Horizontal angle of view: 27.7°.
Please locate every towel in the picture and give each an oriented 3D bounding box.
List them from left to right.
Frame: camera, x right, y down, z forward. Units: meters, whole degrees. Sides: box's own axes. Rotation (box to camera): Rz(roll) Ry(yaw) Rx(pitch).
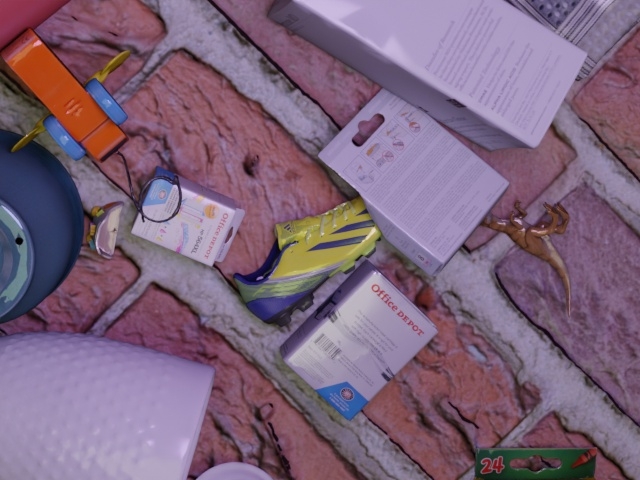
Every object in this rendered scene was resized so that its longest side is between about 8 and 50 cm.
[{"bbox_3d":[0.381,-0.440,1.843,0.312,0.056,0.324,44,93,-12],"label":"towel"}]

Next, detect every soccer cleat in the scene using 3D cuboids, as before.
[{"bbox_3d":[0.000,0.000,1.874,0.289,0.093,0.121,-41,96,3],"label":"soccer cleat"}]

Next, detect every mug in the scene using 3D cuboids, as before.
[{"bbox_3d":[-0.352,0.311,1.805,0.328,0.276,0.374,16,98,-1],"label":"mug"}]

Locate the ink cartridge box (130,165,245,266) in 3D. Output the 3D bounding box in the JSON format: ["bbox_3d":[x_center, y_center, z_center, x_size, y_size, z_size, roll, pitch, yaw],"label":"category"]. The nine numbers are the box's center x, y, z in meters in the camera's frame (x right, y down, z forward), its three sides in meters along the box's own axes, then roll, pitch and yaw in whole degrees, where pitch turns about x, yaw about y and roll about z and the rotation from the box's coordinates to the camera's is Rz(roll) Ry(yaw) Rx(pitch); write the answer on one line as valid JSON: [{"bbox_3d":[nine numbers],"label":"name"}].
[{"bbox_3d":[-0.186,-0.031,1.847,0.143,0.090,0.092,23,98,-10],"label":"ink cartridge box"}]

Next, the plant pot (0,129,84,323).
[{"bbox_3d":[-0.461,0.001,1.739,0.271,0.255,0.272,-1,102,-6],"label":"plant pot"}]

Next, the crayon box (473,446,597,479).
[{"bbox_3d":[0.333,0.482,2.015,0.202,0.081,0.319,0,101,-6],"label":"crayon box"}]

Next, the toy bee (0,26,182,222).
[{"bbox_3d":[-0.326,-0.159,1.755,0.195,0.162,0.298,-21,112,-11],"label":"toy bee"}]

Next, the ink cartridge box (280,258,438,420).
[{"bbox_3d":[0.056,0.146,1.914,0.139,0.082,0.191,44,93,-13],"label":"ink cartridge box"}]

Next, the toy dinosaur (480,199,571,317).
[{"bbox_3d":[0.327,0.002,1.934,0.211,0.064,0.112,38,114,-3],"label":"toy dinosaur"}]

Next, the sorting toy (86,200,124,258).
[{"bbox_3d":[-0.309,-0.013,1.845,0.044,0.075,0.083,11,100,-9],"label":"sorting toy"}]

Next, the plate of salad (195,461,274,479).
[{"bbox_3d":[-0.131,0.433,1.942,0.199,0.048,0.200,9,74,-33],"label":"plate of salad"}]

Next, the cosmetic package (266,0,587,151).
[{"bbox_3d":[0.138,-0.279,1.760,0.385,0.217,0.156,28,87,-10],"label":"cosmetic package"}]

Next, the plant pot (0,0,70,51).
[{"bbox_3d":[-0.468,-0.350,1.676,0.243,0.275,0.275,-29,103,-8],"label":"plant pot"}]

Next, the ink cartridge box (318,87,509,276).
[{"bbox_3d":[0.130,-0.088,1.850,0.232,0.066,0.189,38,59,7],"label":"ink cartridge box"}]
